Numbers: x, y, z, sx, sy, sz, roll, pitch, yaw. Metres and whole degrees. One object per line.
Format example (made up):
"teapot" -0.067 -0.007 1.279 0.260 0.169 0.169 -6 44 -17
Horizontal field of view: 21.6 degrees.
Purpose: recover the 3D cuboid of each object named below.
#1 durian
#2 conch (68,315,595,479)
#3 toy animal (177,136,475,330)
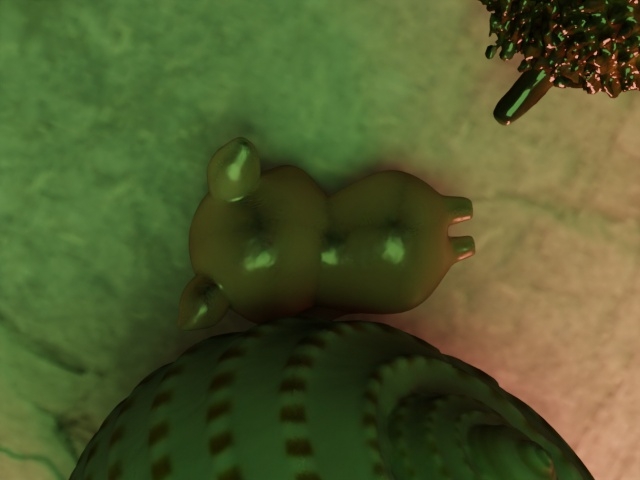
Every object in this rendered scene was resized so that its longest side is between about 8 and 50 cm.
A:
"durian" 0.128 -0.120 0.736 0.148 0.091 0.188 44 121 10
"conch" 0.001 0.148 0.790 0.303 0.319 0.215 8 77 -44
"toy animal" 0.001 -0.001 0.810 0.150 0.083 0.089 -5 158 -11
